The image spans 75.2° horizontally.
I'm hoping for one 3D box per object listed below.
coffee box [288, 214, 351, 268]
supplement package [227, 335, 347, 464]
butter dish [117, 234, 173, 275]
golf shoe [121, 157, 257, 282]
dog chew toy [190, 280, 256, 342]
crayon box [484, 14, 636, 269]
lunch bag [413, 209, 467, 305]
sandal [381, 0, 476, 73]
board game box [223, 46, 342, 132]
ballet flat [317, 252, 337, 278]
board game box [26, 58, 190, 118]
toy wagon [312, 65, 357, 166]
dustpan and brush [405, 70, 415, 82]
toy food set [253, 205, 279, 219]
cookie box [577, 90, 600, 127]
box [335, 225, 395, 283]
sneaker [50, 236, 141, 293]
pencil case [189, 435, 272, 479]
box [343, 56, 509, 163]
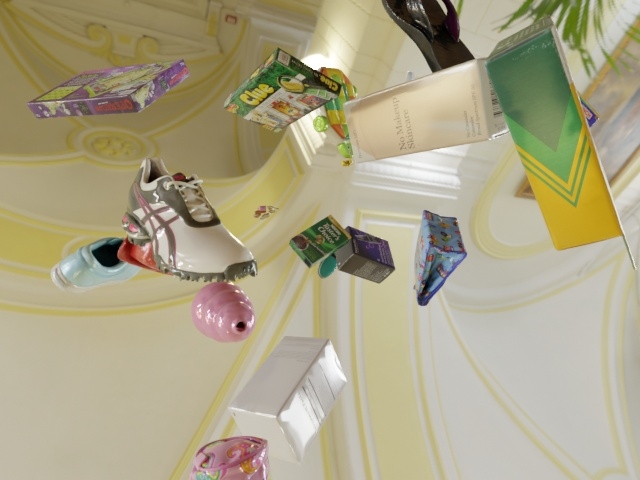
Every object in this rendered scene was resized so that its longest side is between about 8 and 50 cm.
[{"bbox_3d":[0.000,0.000,1.349,0.184,0.040,0.113,-31,-107,-32],"label":"coffee box"},{"bbox_3d":[-0.082,0.435,1.177,0.177,0.175,0.293,-6,-155,35],"label":"supplement package"},{"bbox_3d":[-0.312,0.011,0.882,0.118,0.160,0.160,32,-177,42],"label":"butter dish"},{"bbox_3d":[-0.191,-0.028,0.575,0.272,0.120,0.105,25,-158,33],"label":"golf shoe"},{"bbox_3d":[-0.317,0.251,1.405,0.206,0.207,0.331,1,-178,-27],"label":"dog chew toy"},{"bbox_3d":[0.336,-0.133,0.585,0.323,0.083,0.203,60,-144,-15],"label":"crayon box"},{"bbox_3d":[0.392,0.078,1.504,0.138,0.293,0.221,14,-144,-2],"label":"lunch bag"},{"bbox_3d":[0.322,-0.614,1.160,0.167,0.107,0.446,-20,-110,-22],"label":"sandal"},{"bbox_3d":[-0.086,-0.282,0.819,0.136,0.259,0.030,21,-103,-29],"label":"board game box"},{"bbox_3d":[0.043,0.066,1.706,0.077,0.079,0.222,42,-114,-23],"label":"ballet flat"},{"bbox_3d":[-0.520,-0.372,1.021,0.346,0.056,0.208,5,-132,24],"label":"board game box"},{"bbox_3d":[0.071,-0.437,1.475,0.267,0.068,0.345,-22,-84,-50],"label":"toy wagon"},{"bbox_3d":[0.320,-0.545,1.538,0.060,0.147,0.211,11,-159,18],"label":"dustpan and brush"},{"bbox_3d":[-0.219,-0.114,1.611,0.077,0.122,0.019,9,-114,-42],"label":"toy food set"},{"bbox_3d":[0.605,-0.293,1.005,0.107,0.040,0.092,-45,-87,-13],"label":"cookie box"},{"bbox_3d":[0.168,0.057,1.614,0.207,0.108,0.153,19,-139,-27],"label":"box"},{"bbox_3d":[-0.588,0.051,1.214,0.135,0.150,0.366,59,-168,-8],"label":"sneaker"},{"bbox_3d":[-0.113,0.443,0.608,0.124,0.124,0.284,-7,-94,-34],"label":"pencil case"},{"bbox_3d":[0.209,-0.257,0.856,0.311,0.148,0.121,-2,-163,46],"label":"box"}]
